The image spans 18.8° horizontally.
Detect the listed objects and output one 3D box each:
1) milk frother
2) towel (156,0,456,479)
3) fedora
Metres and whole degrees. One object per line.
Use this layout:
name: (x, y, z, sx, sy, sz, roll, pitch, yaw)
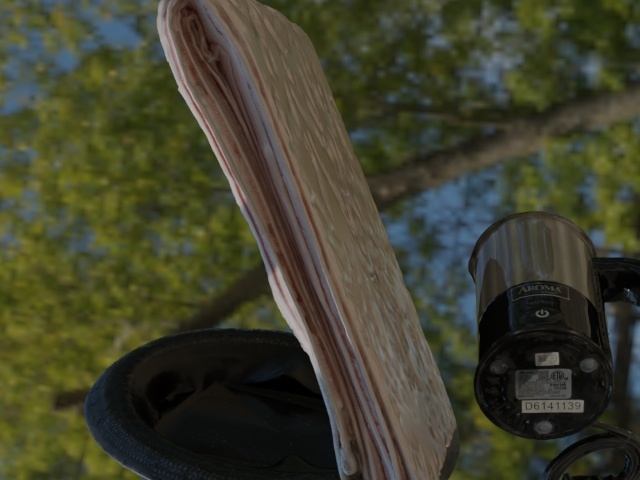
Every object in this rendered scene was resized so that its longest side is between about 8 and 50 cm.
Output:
milk frother: (0.150, 0.080, 1.218, 0.135, 0.129, 0.143, -83, 8, -57)
towel: (0.000, 0.000, 1.185, 0.332, 0.053, 0.317, -17, -94, -83)
fedora: (-0.047, 0.207, 1.723, 0.334, 0.334, 0.152, -26, -51, -49)
